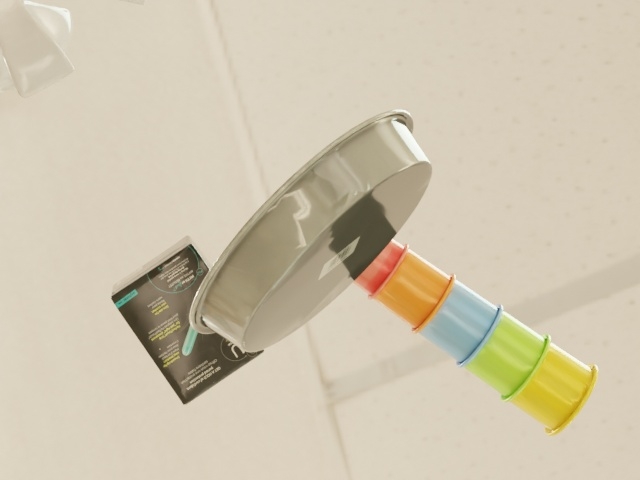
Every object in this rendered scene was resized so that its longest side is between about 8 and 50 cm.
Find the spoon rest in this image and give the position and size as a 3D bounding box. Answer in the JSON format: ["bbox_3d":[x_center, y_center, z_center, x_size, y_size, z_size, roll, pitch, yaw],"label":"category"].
[{"bbox_3d":[-0.299,-0.195,1.388,0.084,0.137,0.276,63,-11,-16],"label":"spoon rest"}]

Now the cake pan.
[{"bbox_3d":[0.000,0.000,1.343,0.054,0.293,0.293,45,-51,14],"label":"cake pan"}]

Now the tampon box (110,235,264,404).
[{"bbox_3d":[-0.163,0.095,1.712,0.161,0.120,0.101,57,-2,-9],"label":"tampon box"}]

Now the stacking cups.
[{"bbox_3d":[0.147,0.093,1.529,0.316,0.096,0.096,33,-51,-4],"label":"stacking cups"}]

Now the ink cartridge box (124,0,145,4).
[{"bbox_3d":[-0.186,-0.259,1.157,0.061,0.181,0.104,30,-73,35],"label":"ink cartridge box"}]
